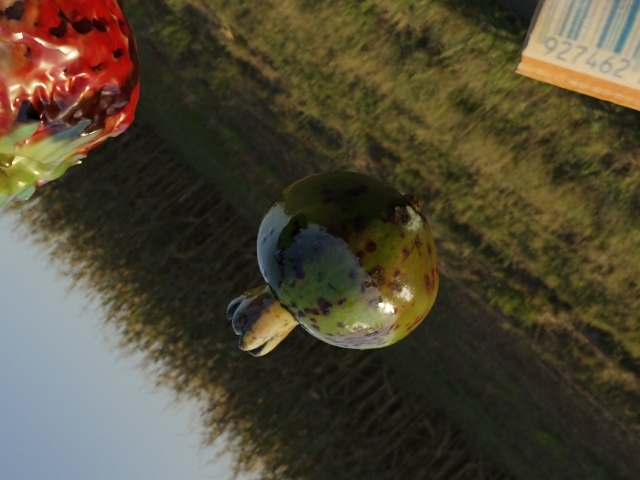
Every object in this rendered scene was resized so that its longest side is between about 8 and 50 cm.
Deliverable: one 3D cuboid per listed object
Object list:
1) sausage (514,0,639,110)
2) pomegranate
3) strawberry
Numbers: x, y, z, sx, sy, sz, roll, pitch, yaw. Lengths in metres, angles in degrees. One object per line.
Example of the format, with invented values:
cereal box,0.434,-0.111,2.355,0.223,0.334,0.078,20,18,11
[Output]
sausage,0.408,-0.270,0.999,0.287,0.233,0.233,18,164,9
pomegranate,0.007,0.035,0.874,0.202,0.248,0.202,45,-164,-16
strawberry,-0.331,-0.195,0.781,0.310,0.292,0.292,62,169,-4
